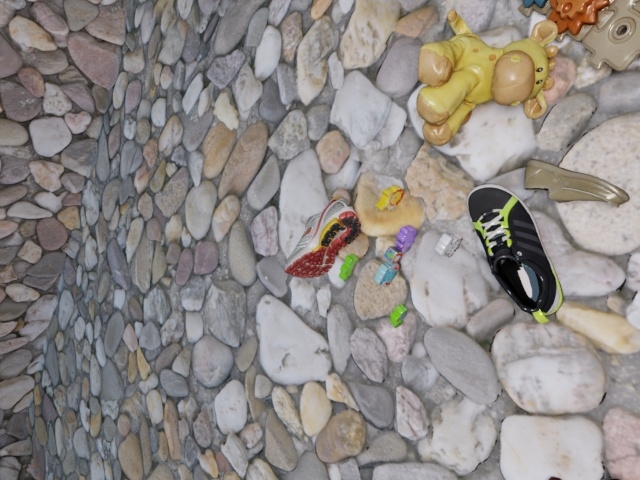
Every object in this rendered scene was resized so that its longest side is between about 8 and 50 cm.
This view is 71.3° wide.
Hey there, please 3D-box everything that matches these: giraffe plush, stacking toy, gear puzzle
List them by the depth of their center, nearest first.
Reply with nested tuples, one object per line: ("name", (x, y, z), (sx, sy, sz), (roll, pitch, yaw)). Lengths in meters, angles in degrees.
("gear puzzle", (0.394, -0.326, 0.583), (0.175, 0.044, 0.339), (-58, 46, 39))
("giraffe plush", (0.264, -0.250, 0.689), (0.170, 0.181, 0.210), (15, 64, 30))
("stacking toy", (0.141, 0.031, 0.838), (0.167, 0.052, 0.221), (44, 118, 35))

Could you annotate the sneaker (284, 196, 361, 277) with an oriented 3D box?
("sneaker", (0.000, 0.000, 0.949), (0.225, 0.088, 0.093), (-45, 41, 30))

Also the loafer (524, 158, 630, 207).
("loafer", (0.363, -0.075, 0.645), (0.148, 0.056, 0.050), (36, 112, 47))

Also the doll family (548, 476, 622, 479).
("doll family", (0.384, 0.375, 0.596), (0.193, 0.076, 0.111), (-38, 70, 37))

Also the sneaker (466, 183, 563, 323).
("sneaker", (0.290, 0.009, 0.673), (0.084, 0.097, 0.235), (-38, 65, 33))
